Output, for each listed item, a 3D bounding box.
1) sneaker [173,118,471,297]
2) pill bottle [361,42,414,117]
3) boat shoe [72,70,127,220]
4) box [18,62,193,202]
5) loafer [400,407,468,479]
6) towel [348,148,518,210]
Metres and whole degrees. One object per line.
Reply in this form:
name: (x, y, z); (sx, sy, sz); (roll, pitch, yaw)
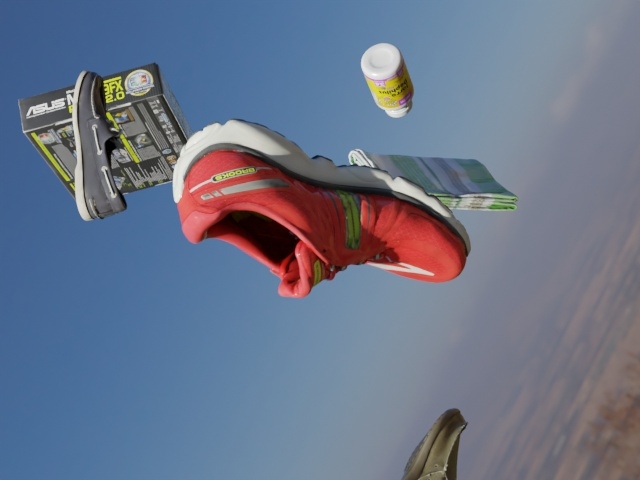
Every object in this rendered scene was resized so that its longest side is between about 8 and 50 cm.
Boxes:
sneaker: (0.000, 0.000, 1.137); (0.107, 0.279, 0.118); (-43, 37, 50)
pill bottle: (0.072, -0.162, 1.382); (0.043, 0.043, 0.083); (-61, -29, -19)
boat shoe: (-0.288, -0.129, 1.786); (0.075, 0.065, 0.206); (45, -139, -73)
box: (-0.315, -0.158, 2.069); (0.270, 0.216, 0.060); (68, -171, -66)
loafer: (0.099, 0.213, 1.196); (0.148, 0.050, 0.056); (-54, -6, -37)
towel: (0.117, -0.066, 1.394); (0.113, 0.152, 0.023); (-125, 42, -53)
